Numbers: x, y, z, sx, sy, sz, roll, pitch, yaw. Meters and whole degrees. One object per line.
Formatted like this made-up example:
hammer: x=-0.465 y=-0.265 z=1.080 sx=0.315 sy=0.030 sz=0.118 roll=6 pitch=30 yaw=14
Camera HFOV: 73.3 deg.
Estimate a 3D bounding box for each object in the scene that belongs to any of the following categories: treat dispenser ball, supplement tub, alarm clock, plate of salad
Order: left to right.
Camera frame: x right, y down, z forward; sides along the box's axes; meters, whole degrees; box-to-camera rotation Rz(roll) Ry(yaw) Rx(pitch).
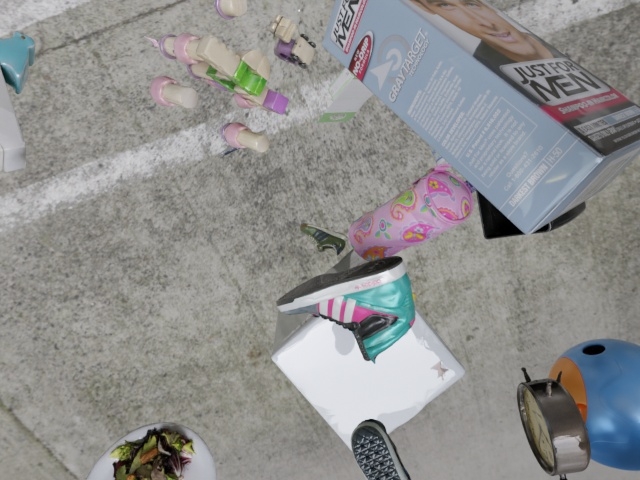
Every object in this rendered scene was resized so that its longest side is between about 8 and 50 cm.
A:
plate of salad: x=-0.243 y=0.349 z=0.589 sx=0.199 sy=0.200 sz=0.048 roll=-9 pitch=139 yaw=2
supplement tub: x=0.430 y=-0.327 z=1.531 sx=0.070 sy=0.071 sz=0.107 roll=-22 pitch=78 yaw=9
alarm clock: x=0.348 y=0.293 z=0.637 sx=0.064 sy=0.129 sz=0.192 roll=-8 pitch=84 yaw=6
treat dispenser ball: x=0.690 y=0.378 z=1.011 sx=0.287 sy=0.288 sz=0.289 roll=-1 pitch=118 yaw=-2

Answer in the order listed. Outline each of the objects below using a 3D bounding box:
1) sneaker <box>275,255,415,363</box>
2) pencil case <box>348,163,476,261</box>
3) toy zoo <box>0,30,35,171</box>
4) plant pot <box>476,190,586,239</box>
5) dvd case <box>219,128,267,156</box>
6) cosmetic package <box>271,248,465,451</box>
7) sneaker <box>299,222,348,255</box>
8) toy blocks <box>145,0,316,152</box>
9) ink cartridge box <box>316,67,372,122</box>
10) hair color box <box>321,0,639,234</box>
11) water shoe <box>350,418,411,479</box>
sneaker: x=0.058 y=0.149 z=0.826 sx=0.295 sy=0.123 sz=0.179 roll=-19 pitch=99 yaw=38
pencil case: x=0.175 y=-0.045 z=0.879 sx=0.124 sy=0.124 sz=0.284 roll=28 pitch=150 yaw=-16
toy zoo: x=-0.326 y=-0.101 z=0.248 sx=0.192 sy=0.293 sz=0.030 roll=54 pitch=136 yaw=6
plant pot: x=0.493 y=-0.114 z=0.994 sx=0.166 sy=0.188 sz=0.188 roll=-9 pitch=88 yaw=-22
dvd case: x=-0.275 y=-0.358 z=1.565 sx=0.164 sy=0.221 sz=0.018 roll=-23 pitch=110 yaw=4
cosmetic package: x=0.102 y=0.255 z=1.144 sx=0.329 sy=0.394 sz=0.327 roll=-39 pitch=97 yaw=2
sneaker: x=0.000 y=0.000 z=1.588 sx=0.192 sy=0.064 sz=0.086 roll=17 pitch=75 yaw=16
toy blocks: x=-0.234 y=-0.414 z=1.037 sx=0.288 sy=0.260 sz=0.309 roll=24 pitch=92 yaw=-50
ink cartridge box: x=0.095 y=-0.495 z=1.469 sx=0.235 sy=0.171 sz=0.056 roll=-36 pitch=75 yaw=49
hair color box: x=0.191 y=-0.198 z=0.531 sx=0.185 sy=0.375 sz=0.114 roll=-21 pitch=151 yaw=-35
water shoe: x=0.109 y=0.355 z=0.612 sx=0.072 sy=0.080 sz=0.203 roll=-24 pitch=74 yaw=13
